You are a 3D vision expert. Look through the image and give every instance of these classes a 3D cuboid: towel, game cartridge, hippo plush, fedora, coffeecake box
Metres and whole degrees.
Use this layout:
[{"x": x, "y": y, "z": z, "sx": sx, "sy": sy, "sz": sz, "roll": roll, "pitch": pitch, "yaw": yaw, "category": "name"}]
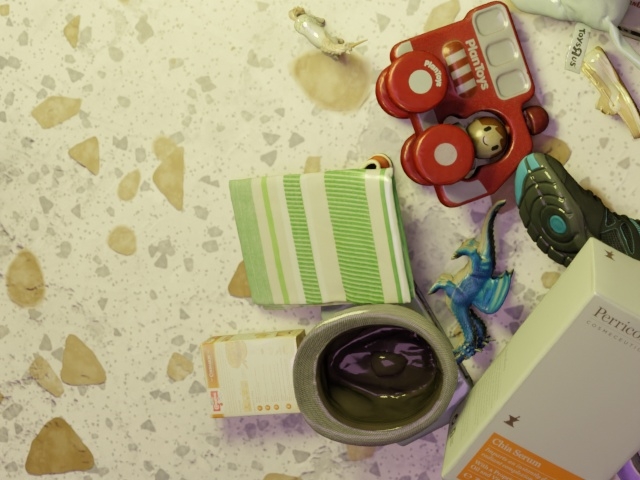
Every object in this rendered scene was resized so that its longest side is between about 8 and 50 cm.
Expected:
[{"x": 0.000, "y": 0.000, "z": 1.927, "sx": 0.324, "sy": 0.038, "sz": 0.248, "roll": -4, "pitch": 103, "yaw": 31, "category": "towel"}, {"x": 0.134, "y": 0.209, "z": 1.967, "sx": 0.198, "sy": 0.062, "sz": 0.297, "roll": -31, "pitch": 90, "yaw": 12, "category": "game cartridge"}, {"x": 0.374, "y": -0.438, "z": 1.685, "sx": 0.234, "sy": 0.236, "sz": 0.294, "roll": 3, "pitch": 74, "yaw": 30, "category": "hippo plush"}, {"x": 0.095, "y": 0.220, "z": 1.886, "sx": 0.275, "sy": 0.124, "sz": 0.244, "roll": -13, "pitch": 97, "yaw": 7, "category": "fedora"}, {"x": -0.116, "y": 0.244, "z": 2.024, "sx": 0.185, "sy": 0.068, "sz": 0.142, "roll": -6, "pitch": 96, "yaw": 14, "category": "coffeecake box"}]

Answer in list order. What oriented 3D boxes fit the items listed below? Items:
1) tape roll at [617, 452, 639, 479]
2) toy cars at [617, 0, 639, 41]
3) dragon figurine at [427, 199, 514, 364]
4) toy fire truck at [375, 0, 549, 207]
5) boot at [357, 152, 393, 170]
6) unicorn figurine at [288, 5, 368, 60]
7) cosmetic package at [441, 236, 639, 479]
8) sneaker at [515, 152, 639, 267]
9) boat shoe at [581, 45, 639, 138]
[{"x": 0.585, "y": 0.344, "z": 1.844, "sx": 0.189, "sy": 0.080, "sz": 0.189, "roll": 1, "pitch": 92, "yaw": 22, "category": "tape roll"}, {"x": 0.610, "y": -0.393, "z": 1.748, "sx": 0.393, "sy": 0.087, "sz": 0.176, "roll": -17, "pitch": 68, "yaw": 18, "category": "toy cars"}, {"x": 0.283, "y": 0.073, "z": 1.894, "sx": 0.144, "sy": 0.085, "sz": 0.289, "roll": 34, "pitch": 105, "yaw": 7, "category": "dragon figurine"}, {"x": 0.244, "y": -0.222, "z": 1.836, "sx": 0.253, "sy": 0.169, "sz": 0.302, "roll": -21, "pitch": 93, "yaw": -3, "category": "toy fire truck"}, {"x": 0.058, "y": -0.087, "z": 1.929, "sx": 0.059, "sy": 0.084, "sz": 0.158, "roll": 41, "pitch": 106, "yaw": 4, "category": "boot"}, {"x": 0.008, "y": -0.347, "z": 1.890, "sx": 0.162, "sy": 0.111, "sz": 0.060, "roll": 26, "pitch": 102, "yaw": 9, "category": "unicorn figurine"}, {"x": 0.404, "y": 0.243, "z": 1.756, "sx": 0.230, "sy": 0.161, "sz": 0.453, "roll": 27, "pitch": 124, "yaw": -4, "category": "cosmetic package"}, {"x": 0.452, "y": -0.010, "z": 1.830, "sx": 0.139, "sy": 0.125, "sz": 0.341, "roll": -35, "pitch": 91, "yaw": -28, "category": "sneaker"}, {"x": 0.479, "y": -0.235, "z": 1.819, "sx": 0.059, "sy": 0.063, "sz": 0.170, "roll": -30, "pitch": 80, "yaw": 18, "category": "boat shoe"}]
